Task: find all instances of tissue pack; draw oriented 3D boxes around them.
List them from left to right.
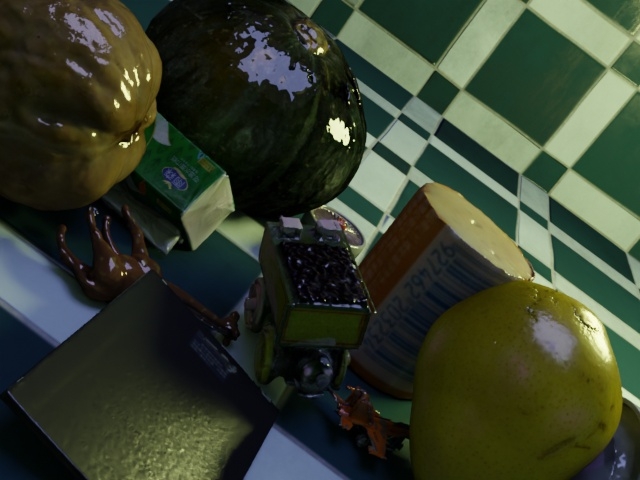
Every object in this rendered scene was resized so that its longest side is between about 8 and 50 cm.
[{"bbox_3d":[-0.259,-0.088,1.334,0.209,0.156,0.148,41,-14,13],"label":"tissue pack"}]

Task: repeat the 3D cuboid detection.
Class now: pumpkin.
[{"bbox_3d":[-0.116,-0.253,1.572,0.454,0.344,0.454,38,22,-18],"label":"pumpkin"}]

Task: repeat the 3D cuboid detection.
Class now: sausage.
[{"bbox_3d":[0.171,0.083,1.408,0.233,0.287,0.233,30,23,-14],"label":"sausage"}]

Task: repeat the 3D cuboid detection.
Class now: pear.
[{"bbox_3d":[0.253,0.217,1.212,0.285,0.336,0.285,55,-2,2],"label":"pear"}]

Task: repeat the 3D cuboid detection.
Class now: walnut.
[{"bbox_3d":[-0.387,-0.212,1.154,0.344,0.306,0.306,29,20,13],"label":"walnut"}]

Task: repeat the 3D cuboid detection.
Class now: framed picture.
[{"bbox_3d":[-0.177,0.185,0.981,0.255,0.014,0.338,48,23,-6],"label":"framed picture"}]

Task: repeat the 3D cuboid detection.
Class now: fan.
[{"bbox_3d":[0.000,0.000,1.604,0.130,0.074,0.244,41,23,9],"label":"fan"}]

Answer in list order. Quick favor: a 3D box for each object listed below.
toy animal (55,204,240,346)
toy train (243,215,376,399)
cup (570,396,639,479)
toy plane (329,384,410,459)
[{"bbox_3d":[-0.224,0.055,1.173,0.224,0.066,0.229,-12,64,-55],"label":"toy animal"},{"bbox_3d":[-0.025,0.092,1.211,0.134,0.177,0.261,5,32,-16],"label":"toy train"},{"bbox_3d":[0.496,0.412,1.279,0.372,0.253,0.253,32,22,-13],"label":"cup"},{"bbox_3d":[0.087,0.268,1.233,0.188,0.062,0.135,39,17,-34],"label":"toy plane"}]
